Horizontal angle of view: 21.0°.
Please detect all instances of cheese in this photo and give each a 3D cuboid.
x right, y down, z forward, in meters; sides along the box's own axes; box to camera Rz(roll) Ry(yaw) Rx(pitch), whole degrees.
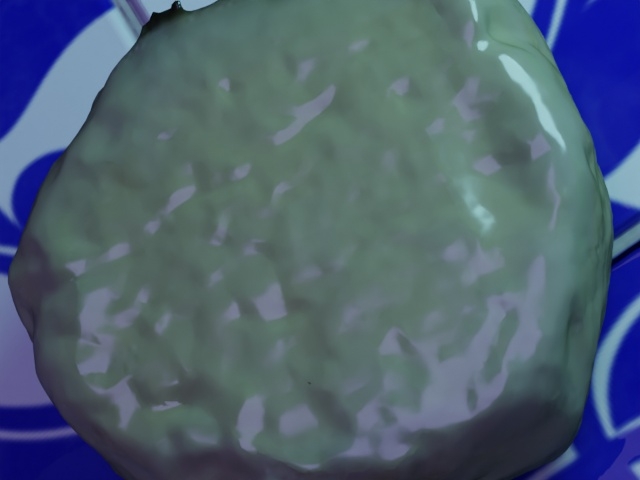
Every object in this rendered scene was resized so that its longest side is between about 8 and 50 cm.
[{"bbox_3d":[0.000,0.000,0.892,0.318,0.115,0.326,18,81,23],"label":"cheese"}]
